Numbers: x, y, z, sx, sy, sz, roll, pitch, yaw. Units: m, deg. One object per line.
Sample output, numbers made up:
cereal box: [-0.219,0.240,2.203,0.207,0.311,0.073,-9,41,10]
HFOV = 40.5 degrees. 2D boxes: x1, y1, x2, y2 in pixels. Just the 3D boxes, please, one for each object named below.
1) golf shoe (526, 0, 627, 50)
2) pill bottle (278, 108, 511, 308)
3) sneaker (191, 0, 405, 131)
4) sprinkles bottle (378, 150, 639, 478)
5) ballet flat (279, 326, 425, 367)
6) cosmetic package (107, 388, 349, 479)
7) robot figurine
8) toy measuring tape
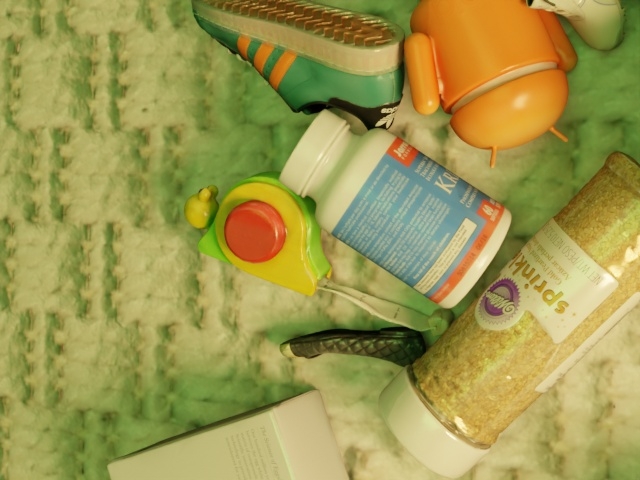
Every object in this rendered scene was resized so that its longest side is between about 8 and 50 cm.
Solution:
golf shoe: [0.231,-0.242,0.842,0.086,0.176,0.069,-48,28,-13]
pill bottle: [0.073,-0.038,0.892,0.222,0.124,0.124,33,103,1]
sneaker: [-0.035,-0.204,0.970,0.302,0.108,0.121,29,136,36]
sprinkles bottle: [0.214,0.079,0.867,0.121,0.121,0.355,45,105,16]
ballet flat: [0.033,0.125,0.974,0.173,0.057,0.049,-4,94,22]
cosmetic package: [-0.084,0.313,0.979,0.225,0.138,0.224,-22,82,22]
robot figurine: [0.169,-0.185,0.878,0.128,0.158,0.219,-27,80,36]
toy measuring tape: [0.000,0.000,0.962,0.330,0.121,0.121,20,98,13]
